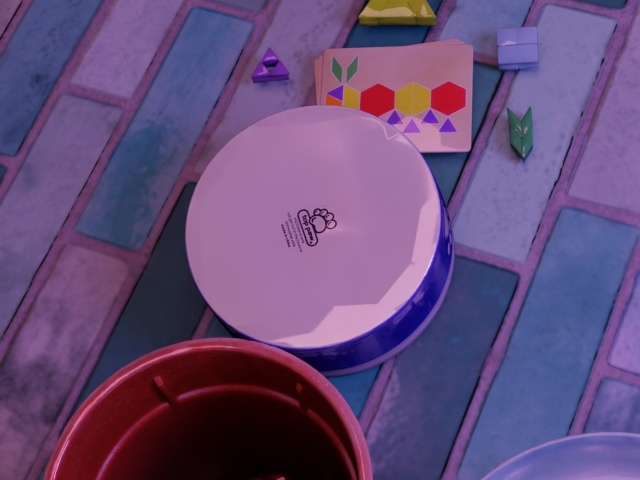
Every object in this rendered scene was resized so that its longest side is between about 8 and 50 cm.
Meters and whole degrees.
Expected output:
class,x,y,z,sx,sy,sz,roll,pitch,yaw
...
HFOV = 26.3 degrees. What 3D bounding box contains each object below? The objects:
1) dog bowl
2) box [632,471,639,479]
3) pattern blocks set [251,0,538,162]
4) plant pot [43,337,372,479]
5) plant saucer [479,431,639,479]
class,x,y,z,sx,sy,sz,roll,pitch,yaw
dog bowl,0.000,0.000,1.391,0.265,0.104,0.264,-4,70,10
box,0.422,0.239,1.181,0.270,0.143,0.165,-23,62,0
pattern blocks set,0.078,-0.153,1.513,0.325,0.026,0.285,7,68,14
plant pot,-0.072,0.259,1.197,0.273,0.265,0.272,-4,63,9
plant saucer,0.234,0.309,1.078,0.318,0.043,0.317,-4,64,9
